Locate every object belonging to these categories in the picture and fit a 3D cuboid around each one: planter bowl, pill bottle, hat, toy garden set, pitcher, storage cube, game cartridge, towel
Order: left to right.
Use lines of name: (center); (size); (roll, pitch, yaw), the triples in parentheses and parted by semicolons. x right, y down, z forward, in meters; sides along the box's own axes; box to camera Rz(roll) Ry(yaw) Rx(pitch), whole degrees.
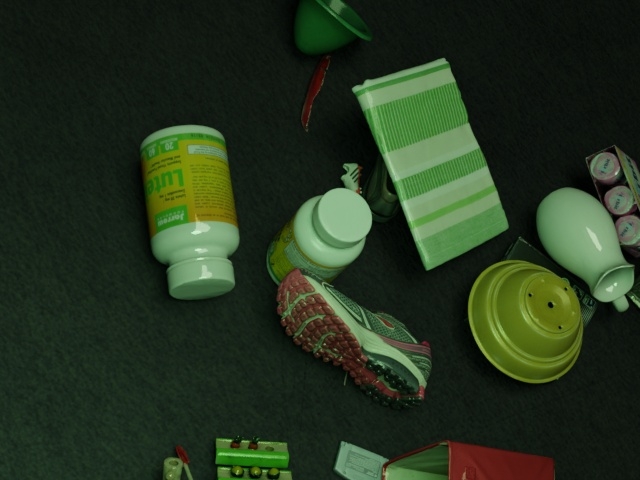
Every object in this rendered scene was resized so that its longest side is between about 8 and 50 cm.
pill bottle: (-0.197, -0.040, 1.823); (0.136, 0.136, 0.246); (-2, 69, -23)
toy garden set: (-0.136, 0.340, 1.654); (0.203, 0.049, 0.244); (5, 26, -10)
hat: (-0.027, -0.340, 2.086); (0.173, 0.183, 0.208); (38, 18, -11)
pill bottle: (0.000, 0.000, 1.844); (0.117, 0.208, 0.118); (8, 66, -19)
game cartridge: (0.062, 0.349, 1.834); (0.083, 0.017, 0.056); (24, 58, -11)
towel: (0.191, -0.135, 2.011); (0.247, 0.038, 0.325); (-23, 92, -44)
storage cube: (0.218, 0.413, 1.763); (0.193, 0.215, 0.184); (13, 63, -24)
planter bowl: (0.359, 0.119, 1.959); (0.217, 0.090, 0.217); (8, 66, -18)
pitcher: (0.468, 0.021, 2.076); (0.125, 0.178, 0.207); (-30, 54, 2)

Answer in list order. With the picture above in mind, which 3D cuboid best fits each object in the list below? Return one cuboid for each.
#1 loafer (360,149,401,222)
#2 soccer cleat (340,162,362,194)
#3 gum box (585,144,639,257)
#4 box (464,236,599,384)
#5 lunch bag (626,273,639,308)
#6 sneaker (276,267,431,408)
loafer: (0.143, -0.156, 2.041); (0.096, 0.084, 0.268); (23, 62, -10)
soccer cleat: (0.051, -0.095, 2.012); (0.035, 0.029, 0.083); (9, 62, -9)
gum box: (0.552, -0.065, 2.144); (0.107, 0.062, 0.188); (22, 47, -54)
box: (0.364, 0.119, 2.038); (0.184, 0.045, 0.191); (40, 59, -5)
lunch bag: (0.720, 0.032, 2.081); (0.235, 0.287, 0.169); (-39, 86, -31)
sneaker: (0.052, 0.141, 1.858); (0.299, 0.120, 0.112); (42, 49, -23)
